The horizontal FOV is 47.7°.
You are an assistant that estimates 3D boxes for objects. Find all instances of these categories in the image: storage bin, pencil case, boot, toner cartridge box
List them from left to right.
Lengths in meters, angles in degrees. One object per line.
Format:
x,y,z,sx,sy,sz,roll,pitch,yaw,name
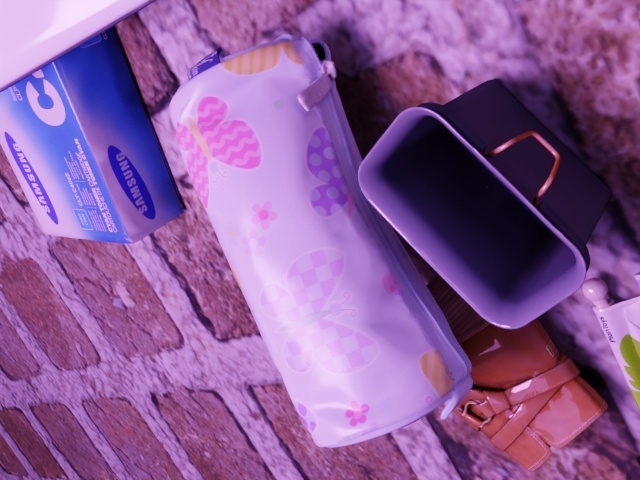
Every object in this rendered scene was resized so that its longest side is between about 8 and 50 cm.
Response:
-0.265,-0.168,0.689,0.165,0.075,0.347,5,123,41,toner cartridge box
0.000,0.000,0.494,0.124,0.113,0.273,-25,82,17,pencil case
0.108,0.120,0.565,0.152,0.073,0.197,43,139,9,boot
0.108,-0.035,0.433,0.135,0.091,0.098,45,140,5,storage bin

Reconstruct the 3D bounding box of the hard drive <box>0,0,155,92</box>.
-0.224,-0.245,0.528,0.319,0.040,0.210,-19,107,26,hard drive

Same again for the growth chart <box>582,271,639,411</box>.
0.268,0.052,0.407,0.237,0.021,0.172,-23,102,48,growth chart
